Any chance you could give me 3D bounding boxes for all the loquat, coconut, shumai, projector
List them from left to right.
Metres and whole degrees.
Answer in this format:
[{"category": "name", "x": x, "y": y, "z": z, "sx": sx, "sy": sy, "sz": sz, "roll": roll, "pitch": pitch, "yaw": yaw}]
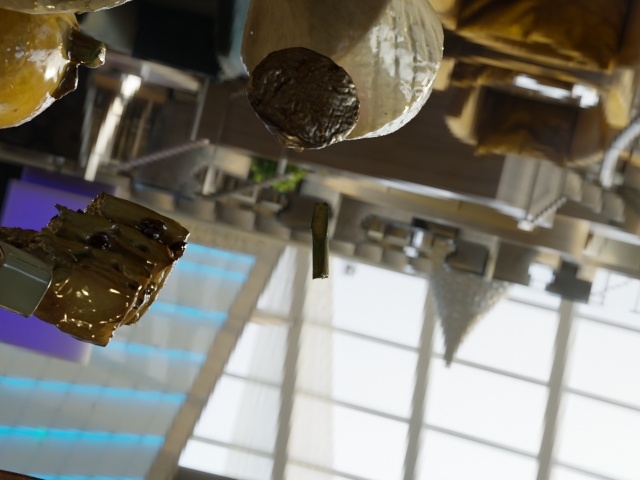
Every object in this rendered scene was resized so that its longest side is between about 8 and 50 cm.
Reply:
[{"category": "loquat", "x": -0.561, "y": -0.355, "z": 2.016, "sx": 0.359, "sy": 0.329, "sz": 0.328, "roll": 9, "pitch": 179, "yaw": 4}, {"category": "projector", "x": -0.468, "y": 0.059, "z": 1.719, "sx": 0.082, "sy": 0.083, "sz": 0.083, "roll": 28, "pitch": -172, "yaw": -33}, {"category": "shumai", "x": -0.032, "y": -0.181, "z": 1.450, "sx": 0.139, "sy": 0.123, "sz": 0.105, "roll": 25, "pitch": 170, "yaw": -35}, {"category": "coconut", "x": 0.023, "y": -0.313, "z": 1.660, "sx": 0.328, "sy": 0.329, "sz": 0.329, "roll": 14, "pitch": 179, "yaw": 0}]

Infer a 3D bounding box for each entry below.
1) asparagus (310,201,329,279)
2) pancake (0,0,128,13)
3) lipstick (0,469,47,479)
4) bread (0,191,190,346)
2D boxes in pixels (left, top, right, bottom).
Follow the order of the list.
[{"category": "asparagus", "x": 0.000, "y": 0.000, "z": 2.554, "sx": 0.045, "sy": 0.178, "sz": 0.041, "roll": 4, "pitch": 172, "yaw": -37}, {"category": "pancake", "x": -0.281, "y": -0.419, "z": 1.308, "sx": 0.386, "sy": 0.387, "sz": 0.082, "roll": 14, "pitch": 159, "yaw": 6}, {"category": "lipstick", "x": -0.497, "y": 0.402, "z": 1.831, "sx": 0.145, "sy": 0.045, "sz": 0.045, "roll": 4, "pitch": 149, "yaw": 29}, {"category": "bread", "x": -0.451, "y": 0.054, "z": 2.049, "sx": 0.369, "sy": 0.192, "sz": 0.314, "roll": 15, "pitch": 146, "yaw": -16}]
